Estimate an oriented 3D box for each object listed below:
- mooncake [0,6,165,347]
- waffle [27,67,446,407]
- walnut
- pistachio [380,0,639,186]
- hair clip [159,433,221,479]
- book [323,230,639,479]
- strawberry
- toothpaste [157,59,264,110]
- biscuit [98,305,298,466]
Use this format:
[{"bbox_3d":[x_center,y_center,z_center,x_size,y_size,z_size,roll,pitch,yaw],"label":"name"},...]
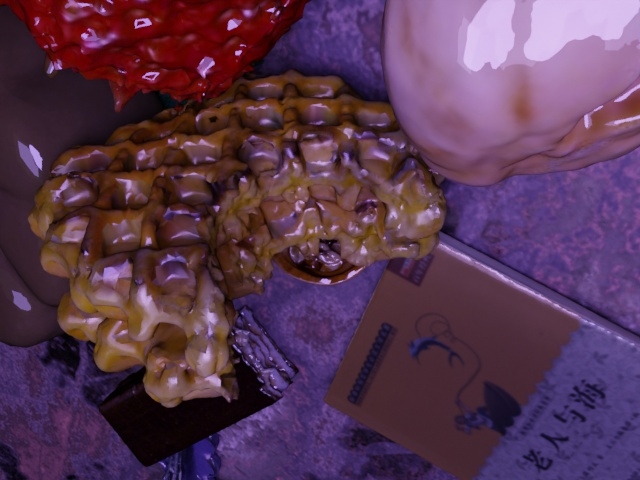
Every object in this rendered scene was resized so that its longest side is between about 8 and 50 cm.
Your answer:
[{"bbox_3d":[-0.331,-0.072,0.786,0.378,0.201,0.378,18,126,26],"label":"mooncake"},{"bbox_3d":[-0.060,-0.021,0.627,0.261,0.324,0.151,38,142,34],"label":"waffle"},{"bbox_3d":[0.000,0.000,0.771,0.121,0.052,0.091,21,86,14],"label":"walnut"},{"bbox_3d":[0.163,-0.178,0.501,0.238,0.229,0.321,50,124,37],"label":"pistachio"},{"bbox_3d":[-0.196,0.274,1.024,0.124,0.052,0.195,8,114,16],"label":"hair clip"},{"bbox_3d":[0.212,0.170,0.775,0.389,0.032,0.269,27,124,10],"label":"book"},{"bbox_3d":[-0.076,-0.248,0.531,0.343,0.292,0.292,-7,113,43],"label":"strawberry"},{"bbox_3d":[-0.134,-0.146,0.774,0.178,0.037,0.043,-32,95,35],"label":"toothpaste"},{"bbox_3d":[-0.148,0.178,0.915,0.252,0.070,0.106,-32,99,26],"label":"biscuit"}]
